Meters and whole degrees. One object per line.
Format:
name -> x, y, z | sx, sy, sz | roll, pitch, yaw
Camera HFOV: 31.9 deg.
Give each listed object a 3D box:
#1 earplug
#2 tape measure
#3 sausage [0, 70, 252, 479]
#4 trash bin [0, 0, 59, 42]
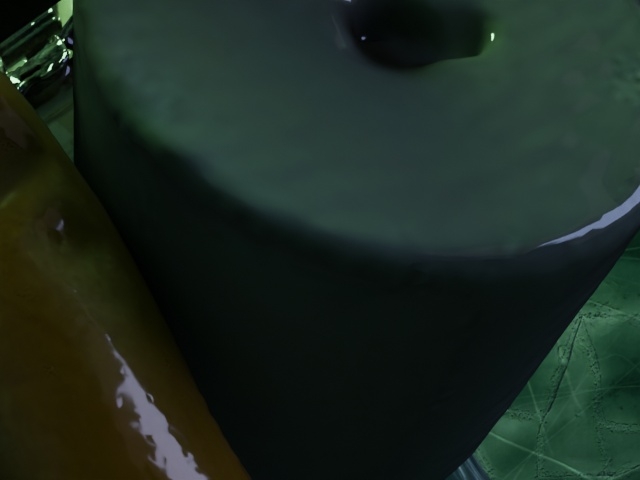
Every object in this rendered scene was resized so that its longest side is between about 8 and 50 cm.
earplug -> 0.000, 0.000, 0.702 | 0.313, 0.312, 0.394 | 61, -27, 28
tape measure -> -0.194, -0.130, 0.972 | 0.271, 0.133, 0.231 | 45, 14, -51
sausage -> -0.142, 0.044, 0.508 | 0.354, 0.134, 0.116 | 60, -12, 10
trash bin -> -0.199, -0.236, 0.667 | 0.203, 0.301, 0.252 | 53, 4, -29
